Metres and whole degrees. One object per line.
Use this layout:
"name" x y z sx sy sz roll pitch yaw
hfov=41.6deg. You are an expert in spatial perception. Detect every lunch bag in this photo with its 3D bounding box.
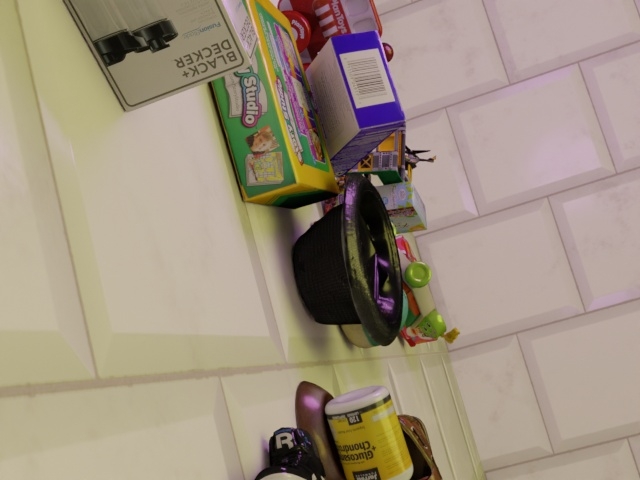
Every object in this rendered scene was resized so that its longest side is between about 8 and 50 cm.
"lunch bag" 0.248 0.131 2.420 0.258 0.120 0.293 -92 160 -53

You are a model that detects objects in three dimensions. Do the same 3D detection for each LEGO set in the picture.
"LEGO set" 0.108 -0.208 1.971 0.331 0.255 0.192 33 57 -60

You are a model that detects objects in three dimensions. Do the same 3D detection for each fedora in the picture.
"fedora" 0.042 0.042 1.544 0.334 0.153 0.334 -13 90 -73

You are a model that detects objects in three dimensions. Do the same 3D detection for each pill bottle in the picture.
"pill bottle" 0.080 0.321 1.273 0.103 0.103 0.184 -15 87 -78

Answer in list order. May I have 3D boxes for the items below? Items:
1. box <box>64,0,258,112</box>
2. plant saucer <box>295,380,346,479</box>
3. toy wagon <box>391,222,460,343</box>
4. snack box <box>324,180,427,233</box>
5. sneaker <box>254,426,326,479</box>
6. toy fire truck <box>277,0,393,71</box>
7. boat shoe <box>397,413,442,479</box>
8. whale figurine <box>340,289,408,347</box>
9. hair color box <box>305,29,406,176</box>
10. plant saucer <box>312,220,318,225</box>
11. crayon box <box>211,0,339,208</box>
"box" -0.202 -0.307 0.933 0.087 0.169 0.290 -88 158 -57
"plant saucer" 0.014 0.314 1.325 0.198 0.036 0.198 -18 90 -77
"toy wagon" 0.174 0.101 1.882 0.344 0.068 0.267 51 -18 12
"snack box" 0.131 -0.065 1.959 0.174 0.207 0.070 46 40 -66
"sneaker" -0.046 0.281 1.038 0.217 0.079 0.121 63 9 -58
"toy fire truck" 0.029 -0.455 1.958 0.169 0.254 0.302 -77 147 -67
"boat shoe" 0.208 0.517 1.763 0.307 0.111 0.104 66 13 20
"whale figurine" 0.098 0.085 1.756 0.216 0.141 0.272 -18 93 -78
"hair color box" 0.034 -0.252 1.662 0.339 0.110 0.185 -33 -108 66
"plant saucer" 0.000 0.000 1.758 0.083 0.013 0.083 -18 90 -78
"crayon box" -0.092 -0.245 1.482 0.313 0.106 0.363 1 72 -76
